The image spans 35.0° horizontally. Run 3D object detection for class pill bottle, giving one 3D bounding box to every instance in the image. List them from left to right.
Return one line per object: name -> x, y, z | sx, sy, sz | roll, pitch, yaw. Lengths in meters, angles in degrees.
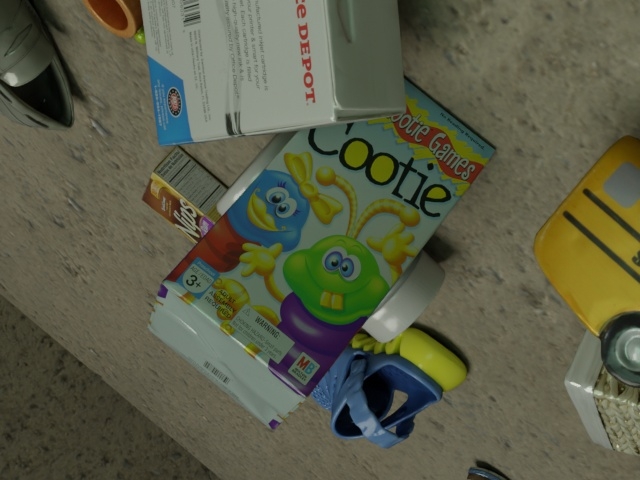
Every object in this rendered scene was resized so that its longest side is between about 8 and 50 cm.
pill bottle -> 0.013, -0.005, 1.028 | 0.221, 0.121, 0.121 | 41, 156, -7

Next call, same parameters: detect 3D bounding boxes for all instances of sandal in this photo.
sandal -> 0.052, 0.195, 1.307 | 0.126, 0.138, 0.317 | 41, 158, -9

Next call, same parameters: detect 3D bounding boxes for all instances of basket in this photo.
basket -> 0.281, 0.115, 0.839 | 0.103, 0.113, 0.167 | 19, 162, 32

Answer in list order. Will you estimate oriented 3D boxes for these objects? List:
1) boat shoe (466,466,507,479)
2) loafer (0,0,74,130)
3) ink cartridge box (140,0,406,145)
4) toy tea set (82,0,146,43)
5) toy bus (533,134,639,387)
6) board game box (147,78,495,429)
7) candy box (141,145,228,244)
boat shoe -> 0.265, 0.394, 1.434 | 0.183, 0.066, 0.066 | 45, 155, -14
loafer -> -0.362, -0.235, 1.184 | 0.111, 0.112, 0.319 | 26, 161, 15
ink cartridge box -> -0.040, -0.155, 0.775 | 0.203, 0.086, 0.148 | -1, 97, 43
toy tea set -> -0.193, -0.226, 0.928 | 0.336, 0.124, 0.200 | 42, 156, -7
toy bus -> 0.296, 0.084, 0.674 | 0.333, 0.130, 0.108 | 44, -163, 20
board game box -> 0.000, 0.000, 0.866 | 0.144, 0.275, 0.142 | 38, 156, 2
candy box -> -0.135, -0.026, 1.286 | 0.187, 0.053, 0.109 | 41, 157, -2
